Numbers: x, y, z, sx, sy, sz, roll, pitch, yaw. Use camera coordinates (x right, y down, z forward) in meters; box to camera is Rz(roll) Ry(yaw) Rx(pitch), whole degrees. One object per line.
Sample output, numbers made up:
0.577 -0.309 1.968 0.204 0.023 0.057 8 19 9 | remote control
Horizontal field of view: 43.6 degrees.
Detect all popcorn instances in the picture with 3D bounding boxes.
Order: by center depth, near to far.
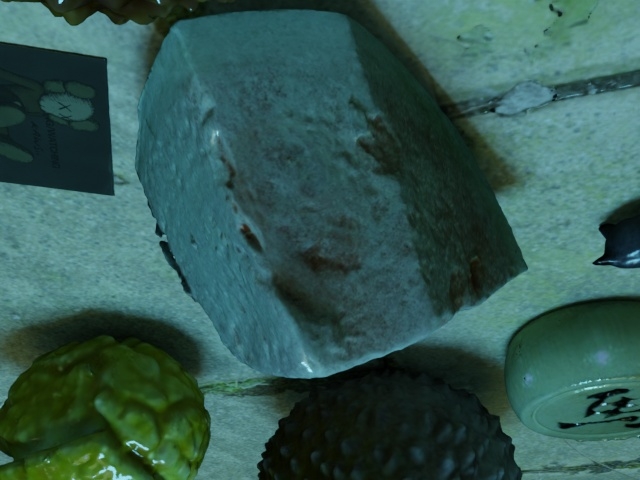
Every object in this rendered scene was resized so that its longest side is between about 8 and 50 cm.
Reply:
-0.269 0.249 1.019 0.282 0.282 0.247 -22 127 31 | popcorn

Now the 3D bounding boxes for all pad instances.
-0.251 -0.103 0.714 0.127 0.004 0.190 7 146 -8 | pad

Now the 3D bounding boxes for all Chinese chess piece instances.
0.361 0.172 1.014 0.250 0.101 0.250 1 147 0 | Chinese chess piece

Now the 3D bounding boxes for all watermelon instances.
0.000 0.000 0.628 0.228 0.258 0.387 -27 133 33 | watermelon

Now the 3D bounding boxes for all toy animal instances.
0.352 -0.022 0.735 0.210 0.121 0.117 -9 126 26 | toy animal

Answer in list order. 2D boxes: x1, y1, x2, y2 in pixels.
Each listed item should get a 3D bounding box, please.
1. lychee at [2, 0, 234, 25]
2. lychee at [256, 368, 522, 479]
-0.101 -0.219 0.312 0.267 0.267 0.267 1 146 1 | lychee
0.084 0.361 1.073 0.380 0.432 0.380 7 112 16 | lychee
